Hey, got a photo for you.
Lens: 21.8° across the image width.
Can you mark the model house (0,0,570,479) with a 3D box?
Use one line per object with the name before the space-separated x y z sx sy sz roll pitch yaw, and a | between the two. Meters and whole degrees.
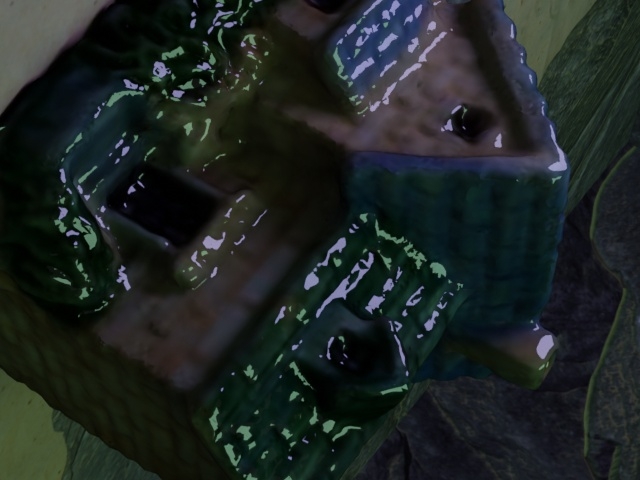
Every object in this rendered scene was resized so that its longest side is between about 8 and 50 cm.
model house | 0.000 0.000 1.362 0.445 0.400 0.395 -47 162 -27
